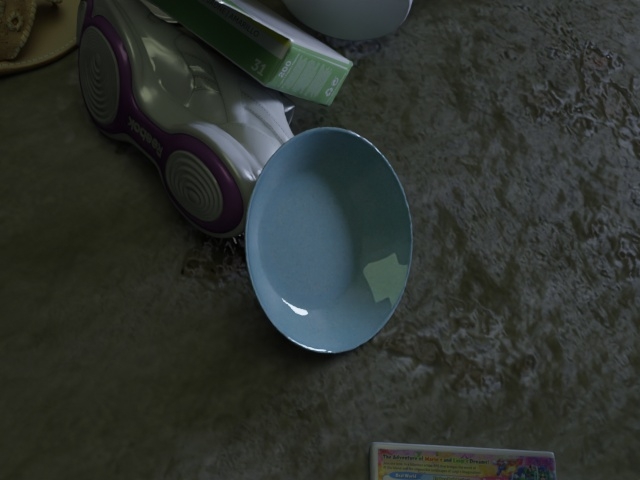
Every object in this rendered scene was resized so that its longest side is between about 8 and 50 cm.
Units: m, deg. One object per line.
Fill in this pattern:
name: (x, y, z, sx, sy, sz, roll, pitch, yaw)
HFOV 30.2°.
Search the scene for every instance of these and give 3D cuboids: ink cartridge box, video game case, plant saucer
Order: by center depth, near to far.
video game case: (0.117, 0.237, 0.961, 0.157, 0.019, 0.143, 4, 59, -4)
plant saucer: (0.000, 0.000, 1.028, 0.195, 0.037, 0.194, 1, 88, -42)
ink cartridge box: (-0.093, -0.202, 1.065, 0.171, 0.235, 0.056, 38, 105, 26)

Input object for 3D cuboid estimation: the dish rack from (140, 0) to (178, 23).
dish rack: (-0.169, -0.404, 1.270, 0.286, 0.072, 0.333, 29, 60, 10)

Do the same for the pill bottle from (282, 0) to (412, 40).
pill bottle: (0.052, -0.354, 1.214, 0.160, 0.160, 0.283, 15, 59, 1)

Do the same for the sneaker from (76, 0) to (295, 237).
sneaker: (-0.119, -0.126, 1.110, 0.152, 0.114, 0.305, -19, 61, -41)

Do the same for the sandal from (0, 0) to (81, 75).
sandal: (-0.316, -0.206, 1.128, 0.240, 0.079, 0.088, -29, 68, -22)
